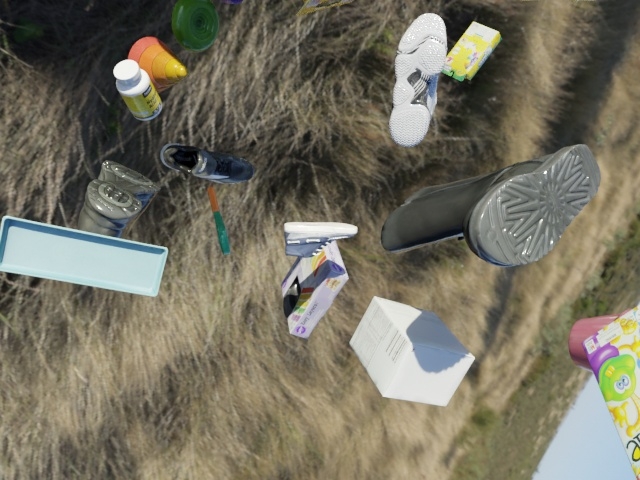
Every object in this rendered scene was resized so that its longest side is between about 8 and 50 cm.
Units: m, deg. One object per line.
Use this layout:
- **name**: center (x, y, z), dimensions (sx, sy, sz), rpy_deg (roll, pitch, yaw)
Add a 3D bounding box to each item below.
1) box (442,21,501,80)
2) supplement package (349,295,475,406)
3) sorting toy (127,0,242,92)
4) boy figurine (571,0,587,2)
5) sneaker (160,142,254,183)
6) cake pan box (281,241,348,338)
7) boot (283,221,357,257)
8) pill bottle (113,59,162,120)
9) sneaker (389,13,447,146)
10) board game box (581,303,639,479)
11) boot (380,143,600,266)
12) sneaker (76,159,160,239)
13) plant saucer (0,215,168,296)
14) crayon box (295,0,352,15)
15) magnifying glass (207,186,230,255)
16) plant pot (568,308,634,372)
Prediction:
- **box**: center (0.455, -0.569, 1.823), dimensions (0.179, 0.105, 0.043), rpy_deg (-51, 143, 3)
- **supplement package**: center (0.212, 0.263, 1.423), dimensions (0.194, 0.203, 0.149), rpy_deg (17, 109, -27)
- **sorting toy**: center (-0.255, -0.456, 1.304), dimensions (0.366, 0.126, 0.127), rpy_deg (-53, 141, -20)
- **boy figurine**: center (0.400, -0.512, 1.079), dimensions (0.092, 0.285, 0.177), rpy_deg (-16, 149, -49)
- **sneaker**: center (-0.275, -0.183, 1.461), dimensions (0.106, 0.234, 0.078), rpy_deg (-140, -117, -74)
- **cake pan box**: center (-0.027, 0.128, 1.820), dimensions (0.070, 0.246, 0.267), rpy_deg (21, 118, -22)
- **boot**: center (0.000, 0.000, 1.539), dimensions (0.069, 0.189, 0.086), rpy_deg (-51, 143, -75)
- **pill bottle**: center (-0.356, -0.292, 1.158), dimensions (0.065, 0.065, 0.116), rpy_deg (-51, 160, -17)
- **sneaker**: center (0.283, -0.470, 1.746), dimensions (0.210, 0.137, 0.366), rpy_deg (-59, 159, -68)
- **board game box**: center (0.550, 0.257, 0.925), dimensions (0.144, 0.142, 0.275), rpy_deg (-51, -150, 38)
- **boot**: center (0.270, -0.043, 1.204), dimensions (0.367, 0.445, 0.146), rpy_deg (-26, 100, -34)
- **sneaker**: center (-0.363, -0.053, 1.033), dimensions (0.130, 0.109, 0.286), rpy_deg (-59, -169, 14)
- **plant saucer**: center (-0.291, 0.020, 0.736), dimensions (0.191, 0.018, 0.067), rpy_deg (13, 99, -20)
- **crayon box**: center (0.068, -0.665, 1.389), dimensions (0.203, 0.083, 0.323), rpy_deg (-28, 179, -33)
- **magnifying glass**: center (-0.305, -0.060, 1.789), dimensions (0.026, 0.231, 0.092), rpy_deg (-13, 152, -15)
- **plant pot**: center (0.740, 0.269, 1.500), dimensions (0.201, 0.180, 0.202), rpy_deg (2, 87, -35)
